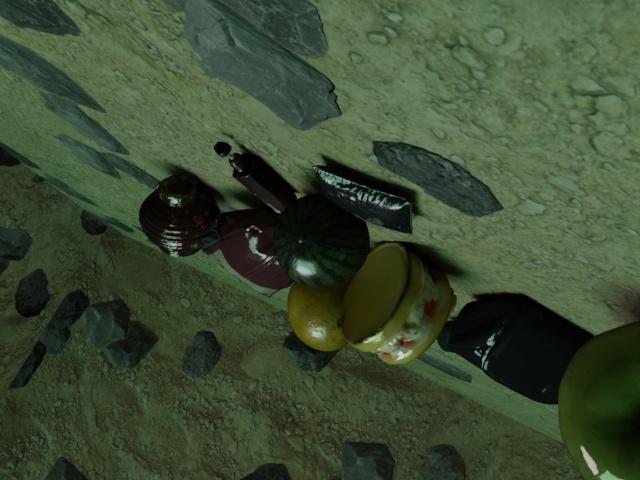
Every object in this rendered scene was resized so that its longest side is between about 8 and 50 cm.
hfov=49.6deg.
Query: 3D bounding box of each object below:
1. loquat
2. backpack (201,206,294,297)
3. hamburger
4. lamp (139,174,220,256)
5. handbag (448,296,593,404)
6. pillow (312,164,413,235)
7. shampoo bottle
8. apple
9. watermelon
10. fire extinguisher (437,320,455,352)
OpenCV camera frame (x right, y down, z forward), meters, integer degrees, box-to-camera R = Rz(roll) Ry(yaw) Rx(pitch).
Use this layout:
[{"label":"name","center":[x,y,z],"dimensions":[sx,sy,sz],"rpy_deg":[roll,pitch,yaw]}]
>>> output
[{"label":"loquat","center":[0.028,0.175,1.802],"dimensions":[0.244,0.243,0.244],"rpy_deg":[26,167,7]},{"label":"backpack","center":[-0.147,0.006,1.859],"dimensions":[0.283,0.197,0.317],"rpy_deg":[31,150,-18]},{"label":"hamburger","center":[0.180,0.150,1.635],"dimensions":[0.186,0.261,0.303],"rpy_deg":[30,-175,-26]},{"label":"lamp","center":[-0.409,-0.075,2.024],"dimensions":[0.247,0.247,0.247],"rpy_deg":[26,167,7]},{"label":"handbag","center":[0.479,0.268,1.604],"dimensions":[0.302,0.177,0.275],"rpy_deg":[30,167,-10]},{"label":"pillow","center":[0.086,-0.080,1.346],"dimensions":[0.208,0.055,0.141],"rpy_deg":[24,164,19]},{"label":"shampoo bottle","center":[-0.145,-0.143,1.558],"dimensions":[0.068,0.067,0.236],"rpy_deg":[4,154,40]},{"label":"apple","center":[0.595,0.310,1.192],"dimensions":[0.357,0.357,0.357],"rpy_deg":[26,167,7]},{"label":"watermelon","center":[0.000,0.000,1.484],"dimensions":[0.212,0.212,0.212],"rpy_deg":[26,167,7]},{"label":"fire extinguisher","center":[0.427,0.276,1.896],"dimensions":[0.095,0.114,0.311],"rpy_deg":[27,166,-14]}]
